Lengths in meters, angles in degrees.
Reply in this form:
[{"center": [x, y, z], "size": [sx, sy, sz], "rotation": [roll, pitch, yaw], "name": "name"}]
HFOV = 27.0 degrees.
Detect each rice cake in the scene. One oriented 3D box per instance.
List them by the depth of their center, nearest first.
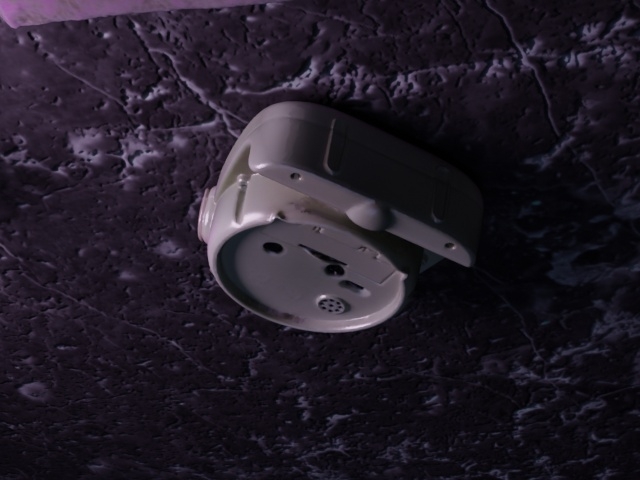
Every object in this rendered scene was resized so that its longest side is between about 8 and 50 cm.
[{"center": [-0.173, -0.251, 1.188], "size": [0.298, 0.050, 0.106], "rotation": [-2, 142, 19], "name": "rice cake"}]

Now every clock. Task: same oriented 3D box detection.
[{"center": [0.000, 0.000, 1.446], "size": [0.265, 0.108, 0.324], "rotation": [22, 144, -16], "name": "clock"}]
